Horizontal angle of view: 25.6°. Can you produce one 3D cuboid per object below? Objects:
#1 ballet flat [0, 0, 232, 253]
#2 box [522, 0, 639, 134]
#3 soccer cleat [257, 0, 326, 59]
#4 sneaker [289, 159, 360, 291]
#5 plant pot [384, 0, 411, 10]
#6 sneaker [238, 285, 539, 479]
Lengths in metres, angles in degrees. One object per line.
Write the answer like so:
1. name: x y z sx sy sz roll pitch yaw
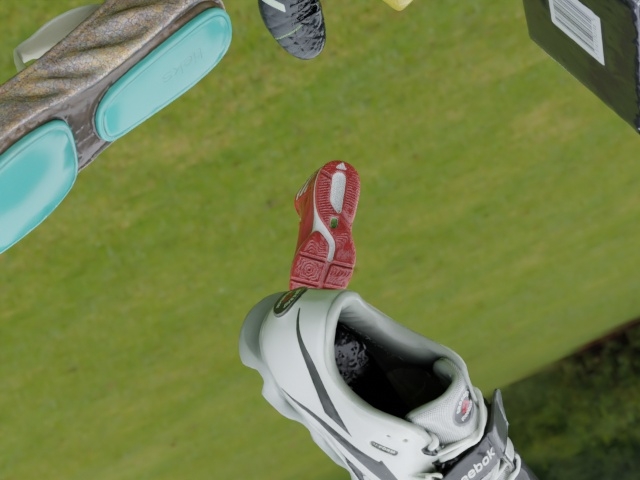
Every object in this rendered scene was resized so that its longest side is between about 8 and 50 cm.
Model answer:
1. ballet flat: -0.199 -0.092 1.003 0.316 0.106 0.107 -42 155 -32
2. box: 0.345 -0.302 1.330 0.294 0.183 0.296 -42 158 -3
3. soccer cleat: -0.029 -0.246 1.330 0.060 0.179 0.072 -37 -145 -23
4. sneaker: 0.000 0.000 1.964 0.087 0.221 0.128 17 178 -11
5. plant pot: 0.092 -0.475 1.858 0.254 0.239 0.254 -51 -174 7
6. sneaker: 0.088 0.159 1.110 0.122 0.330 0.146 -56 -164 -26
